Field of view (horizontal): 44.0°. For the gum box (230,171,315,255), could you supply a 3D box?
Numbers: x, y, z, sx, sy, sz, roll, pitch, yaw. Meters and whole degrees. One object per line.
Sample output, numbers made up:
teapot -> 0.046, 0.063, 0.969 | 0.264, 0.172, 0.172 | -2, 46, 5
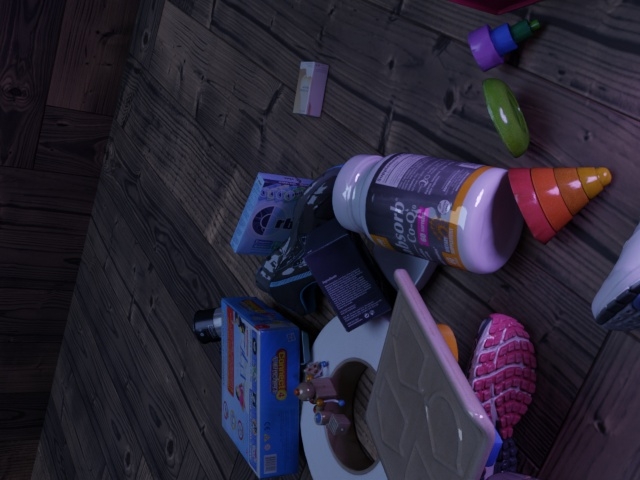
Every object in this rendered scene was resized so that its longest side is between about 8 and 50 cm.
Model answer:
gum box -> -0.090, -0.050, 1.697 | 0.041, 0.156, 0.185 | 57, 132, 45

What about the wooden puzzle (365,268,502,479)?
wooden puzzle -> 0.160, 0.263, 1.135 | 0.322, 0.080, 0.348 | -113, 24, -54

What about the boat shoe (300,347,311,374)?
boat shoe -> -0.033, 0.244, 1.674 | 0.040, 0.049, 0.142 | -36, 31, -1

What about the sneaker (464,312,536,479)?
sneaker -> 0.232, 0.252, 1.188 | 0.112, 0.120, 0.300 | 25, 107, 58

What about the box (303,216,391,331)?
box -> 0.047, 0.053, 1.408 | 0.093, 0.158, 0.156 | -29, 14, 9

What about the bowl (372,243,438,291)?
bowl -> 0.164, 0.012, 1.390 | 0.142, 0.053, 0.142 | -64, 37, 29

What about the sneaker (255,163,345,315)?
sneaker -> 0.000, 0.000, 1.621 | 0.139, 0.125, 0.341 | 40, 119, 20

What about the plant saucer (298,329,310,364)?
plant saucer -> -0.060, 0.225, 1.636 | 0.192, 0.018, 0.067 | 152, 114, -68

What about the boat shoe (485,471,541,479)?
boat shoe -> 0.320, 0.425, 1.028 | 0.324, 0.123, 0.117 | 38, 119, 54

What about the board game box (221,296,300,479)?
board game box -> -0.134, 0.300, 1.693 | 0.302, 0.086, 0.309 | -158, 67, -67

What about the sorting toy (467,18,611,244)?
sorting toy -> 0.322, -0.180, 1.156 | 0.126, 0.127, 0.366 | -22, 63, 25

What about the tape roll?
tape roll -> 0.090, 0.319, 1.444 | 0.392, 0.071, 0.393 | -15, 72, 56

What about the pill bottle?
pill bottle -> 0.162, -0.052, 1.241 | 0.278, 0.162, 0.162 | 15, 98, 42

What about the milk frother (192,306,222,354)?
milk frother -> -0.213, 0.190, 1.920 | 0.134, 0.129, 0.143 | -12, 39, 21

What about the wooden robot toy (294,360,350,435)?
wooden robot toy -> -0.015, 0.294, 1.471 | 0.076, 0.079, 0.173 | -61, 39, 32

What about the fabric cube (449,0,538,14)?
fabric cube -> 0.259, -0.503, 1.132 | 0.259, 0.254, 0.258 | 0, 85, 57

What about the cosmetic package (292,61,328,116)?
cosmetic package -> -0.022, -0.331, 1.738 | 0.060, 0.041, 0.115 | 18, 100, 56

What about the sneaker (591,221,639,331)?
sneaker -> 0.432, -0.006, 0.954 | 0.297, 0.110, 0.129 | -56, 27, 31
